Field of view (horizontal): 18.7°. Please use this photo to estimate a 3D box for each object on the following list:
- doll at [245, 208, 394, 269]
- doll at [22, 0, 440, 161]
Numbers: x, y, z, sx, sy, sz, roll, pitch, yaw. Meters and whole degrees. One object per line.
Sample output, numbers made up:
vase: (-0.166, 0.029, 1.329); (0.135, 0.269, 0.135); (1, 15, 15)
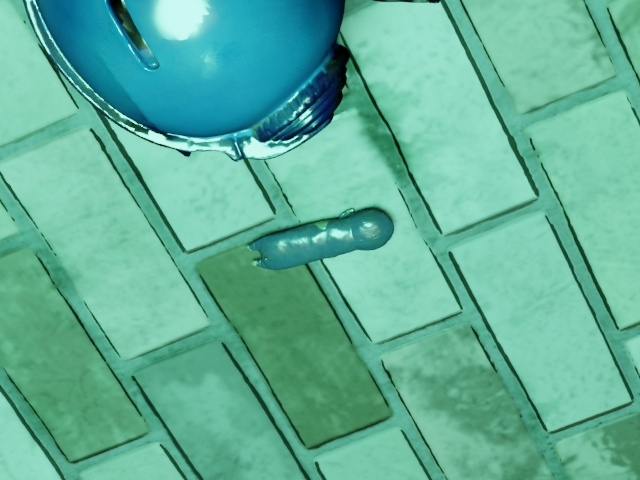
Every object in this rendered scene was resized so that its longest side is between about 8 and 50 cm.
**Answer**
doll: (0.000, 0.000, 1.609); (0.125, 0.027, 0.037); (-12, 122, 10)
doll: (-0.057, -0.207, 1.356); (0.310, 0.240, 0.284); (-28, 105, 10)
